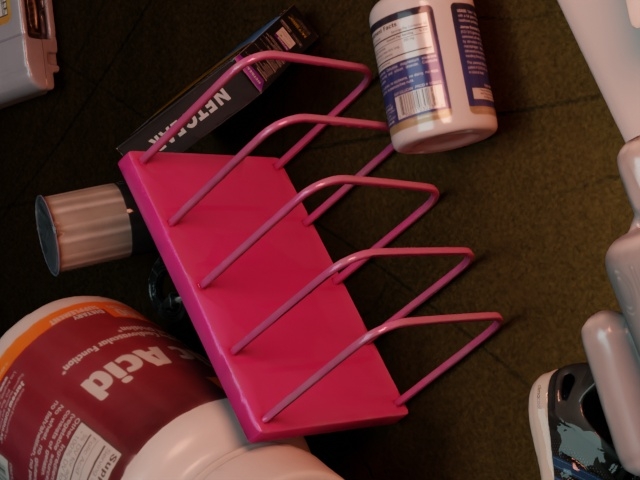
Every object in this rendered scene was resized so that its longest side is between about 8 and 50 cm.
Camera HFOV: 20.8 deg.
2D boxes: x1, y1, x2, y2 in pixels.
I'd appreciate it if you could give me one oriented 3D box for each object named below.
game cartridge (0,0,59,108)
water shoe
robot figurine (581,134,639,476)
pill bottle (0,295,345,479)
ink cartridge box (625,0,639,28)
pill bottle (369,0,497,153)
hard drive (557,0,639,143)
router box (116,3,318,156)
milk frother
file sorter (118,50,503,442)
[{"bbox_3d":[-0.388,-0.295,1.975,0.198,0.062,0.297,-12,83,37],"label":"game cartridge"},{"bbox_3d":[0.228,0.199,1.425,0.080,0.073,0.203,-23,76,37],"label":"water shoe"},{"bbox_3d":[0.329,0.075,1.229,0.300,0.200,0.353,-23,88,34],"label":"robot figurine"},{"bbox_3d":[-0.146,0.217,1.618,0.392,0.224,0.224,29,110,47],"label":"pill bottle"},{"bbox_3d":[0.274,-0.261,1.279,0.115,0.067,0.198,-12,83,44],"label":"ink cartridge box"},{"bbox_3d":[0.094,-0.167,1.522,0.094,0.094,0.169,-17,79,40],"label":"pill bottle"},{"bbox_3d":[0.282,-0.234,1.352,0.233,0.047,0.353,-37,67,39],"label":"hard drive"},{"bbox_3d":[-0.098,-0.141,1.665,0.179,0.133,0.046,-33,101,37],"label":"router box"},{"bbox_3d":[-0.207,0.017,1.763,0.129,0.135,0.143,119,135,-63],"label":"milk frother"},{"bbox_3d":[0.000,0.000,1.538,0.182,0.202,0.290,-41,65,33],"label":"file sorter"}]
